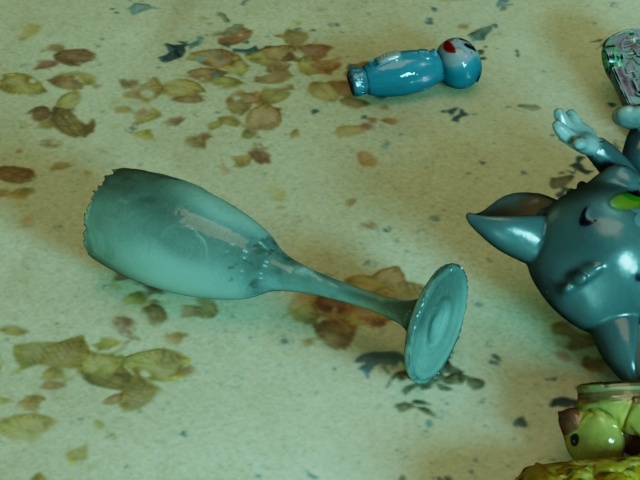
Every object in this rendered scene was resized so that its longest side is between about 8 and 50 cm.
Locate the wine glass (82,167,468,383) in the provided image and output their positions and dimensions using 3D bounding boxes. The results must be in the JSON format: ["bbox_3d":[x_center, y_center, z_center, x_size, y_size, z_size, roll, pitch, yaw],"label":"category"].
[{"bbox_3d":[0.000,0.000,1.655,0.309,0.096,0.264,18,23,25],"label":"wine glass"}]

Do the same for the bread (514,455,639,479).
[{"bbox_3d":[0.235,0.194,1.352,0.211,0.083,0.114,-3,30,-7],"label":"bread"}]

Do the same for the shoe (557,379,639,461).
[{"bbox_3d":[0.233,0.135,1.443,0.109,0.069,0.072,-3,-3,-22],"label":"shoe"}]

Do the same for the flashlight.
[{"bbox_3d":[0.090,-0.158,1.880,0.129,0.051,0.051,-14,37,-9],"label":"flashlight"}]

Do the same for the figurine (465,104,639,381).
[{"bbox_3d":[0.238,-0.021,1.605,0.193,0.140,0.265,45,22,-2],"label":"figurine"}]

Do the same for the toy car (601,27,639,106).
[{"bbox_3d":[0.306,-0.141,1.842,0.069,0.055,0.142,-13,47,-3],"label":"toy car"}]
